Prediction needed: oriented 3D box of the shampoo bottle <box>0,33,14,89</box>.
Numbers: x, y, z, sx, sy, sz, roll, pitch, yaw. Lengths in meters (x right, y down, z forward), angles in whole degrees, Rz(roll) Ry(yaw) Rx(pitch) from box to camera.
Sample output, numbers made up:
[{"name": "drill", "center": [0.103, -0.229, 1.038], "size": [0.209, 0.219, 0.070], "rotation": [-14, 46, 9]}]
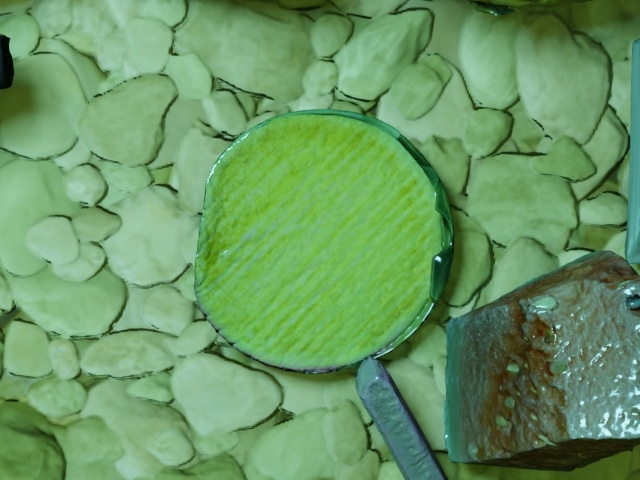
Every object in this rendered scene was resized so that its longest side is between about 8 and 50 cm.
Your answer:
[{"name": "shampoo bottle", "center": [-0.364, -0.130, 1.191], "size": [0.256, 0.127, 0.078], "rotation": [-4, 129, 2]}]

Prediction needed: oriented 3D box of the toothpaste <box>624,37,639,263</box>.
[{"name": "toothpaste", "center": [0.287, -0.088, 1.326], "size": [0.064, 0.041, 0.218], "rotation": [-7, 103, -15]}]

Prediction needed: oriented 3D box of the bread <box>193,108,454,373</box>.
[{"name": "bread", "center": [0.000, 0.000, 1.301], "size": [0.228, 0.033, 0.229], "rotation": [-1, 100, -8]}]

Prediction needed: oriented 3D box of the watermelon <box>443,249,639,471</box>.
[{"name": "watermelon", "center": [0.197, 0.099, 1.231], "size": [0.139, 0.256, 0.193], "rotation": [6, 89, -12]}]

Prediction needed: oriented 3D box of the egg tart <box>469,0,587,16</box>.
[{"name": "egg tart", "center": [0.155, -0.344, 1.210], "size": [0.345, 0.132, 0.345], "rotation": [-4, 106, -15]}]

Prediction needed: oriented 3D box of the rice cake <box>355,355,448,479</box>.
[{"name": "rice cake", "center": [0.083, 0.189, 1.324], "size": [0.036, 0.047, 0.207], "rotation": [-31, 108, -8]}]
